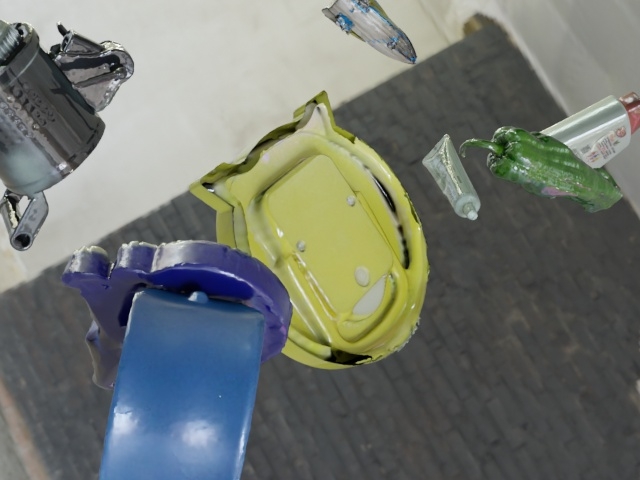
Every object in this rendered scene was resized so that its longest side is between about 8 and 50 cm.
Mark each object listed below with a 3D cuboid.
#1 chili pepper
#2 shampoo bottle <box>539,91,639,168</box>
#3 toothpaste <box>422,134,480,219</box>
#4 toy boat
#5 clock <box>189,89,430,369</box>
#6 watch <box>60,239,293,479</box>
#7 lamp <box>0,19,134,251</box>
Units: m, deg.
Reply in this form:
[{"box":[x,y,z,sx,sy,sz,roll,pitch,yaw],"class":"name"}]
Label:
[{"box":[0.288,-0.083,1.250,0.257,0.074,0.100,21,13,-39],"class":"chili pepper"},{"box":[0.482,-0.193,1.752,0.153,0.284,0.071,44,14,-50],"class":"shampoo bottle"},{"box":[0.204,-0.094,1.564,0.041,0.064,0.218,30,22,-26],"class":"toothpaste"},{"box":[0.098,-0.382,1.826,0.210,0.084,0.066,36,20,-23],"class":"toy boat"},{"box":[-0.002,0.003,1.127,0.071,0.277,0.293,-24,-83,47],"class":"clock"},{"box":[-0.110,0.114,0.757,0.196,0.171,0.200,93,0,-49],"class":"watch"},{"box":[-0.504,-0.213,1.648,0.272,0.374,0.205,32,10,-34],"class":"lamp"}]
